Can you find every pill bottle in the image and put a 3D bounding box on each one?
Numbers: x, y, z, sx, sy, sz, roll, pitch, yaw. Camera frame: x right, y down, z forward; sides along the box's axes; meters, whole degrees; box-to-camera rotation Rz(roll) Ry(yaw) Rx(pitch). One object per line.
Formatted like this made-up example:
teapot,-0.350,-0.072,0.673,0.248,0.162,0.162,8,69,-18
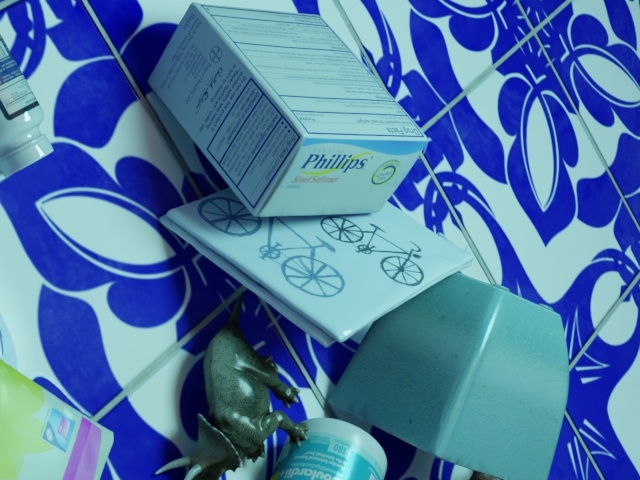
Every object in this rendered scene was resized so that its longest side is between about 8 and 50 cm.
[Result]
pill bottle,-0.013,0.377,2.075,0.146,0.146,0.264,45,45,-26
pill bottle,-0.398,-0.168,1.920,0.094,0.094,0.169,-37,103,-48

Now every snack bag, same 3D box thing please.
snack bag,0.000,0.000,2.182,0.323,0.037,0.342,34,36,23

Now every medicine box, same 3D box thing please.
medicine box,-0.046,-0.181,2.179,0.263,0.149,0.289,-3,46,-48

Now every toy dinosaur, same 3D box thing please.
toy dinosaur,-0.104,0.197,2.073,0.160,0.121,0.314,35,54,-48

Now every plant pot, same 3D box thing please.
plant pot,0.213,0.183,2.253,0.247,0.248,0.252,24,88,-40

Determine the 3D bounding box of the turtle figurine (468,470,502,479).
turtle figurine,0.294,0.350,2.444,0.269,0.087,0.217,53,33,-21

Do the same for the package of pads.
package of pads,-0.377,0.290,1.747,0.229,0.101,0.297,39,48,-31
